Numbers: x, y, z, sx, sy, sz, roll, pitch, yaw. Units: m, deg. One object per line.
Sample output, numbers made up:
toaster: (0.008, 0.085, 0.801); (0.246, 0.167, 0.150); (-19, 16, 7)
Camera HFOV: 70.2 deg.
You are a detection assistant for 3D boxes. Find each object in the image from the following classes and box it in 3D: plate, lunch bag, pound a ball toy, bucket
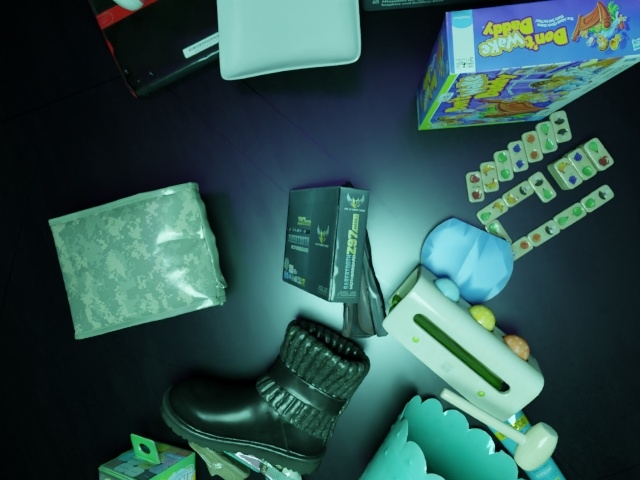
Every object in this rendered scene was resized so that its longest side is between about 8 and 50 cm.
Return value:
plate: (-0.060, -0.445, 0.828); (0.277, 0.045, 0.278); (0, 96, 20)
lunch bag: (-0.326, 0.035, 0.871); (0.286, 0.169, 0.235); (-13, 90, 10)
pound a ball toy: (0.267, 0.196, 0.783); (0.319, 0.208, 0.136); (39, 109, 3)
bucket: (0.207, 0.433, 0.782); (0.281, 0.281, 0.183); (33, 103, 4)

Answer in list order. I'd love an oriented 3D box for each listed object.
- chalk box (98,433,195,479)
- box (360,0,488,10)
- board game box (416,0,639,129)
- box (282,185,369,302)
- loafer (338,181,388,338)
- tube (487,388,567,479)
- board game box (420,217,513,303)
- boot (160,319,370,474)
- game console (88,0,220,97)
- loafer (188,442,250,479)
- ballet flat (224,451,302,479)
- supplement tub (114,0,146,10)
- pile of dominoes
chalk box: (-0.334, 0.481, 0.886); (0.132, 0.132, 0.213); (1, 92, 30)
box: (0.202, -0.548, 0.685); (0.293, 0.395, 0.212); (-2, 92, 5)
board game box: (0.286, -0.254, 0.710); (0.233, 0.347, 0.078); (-3, 92, 6)
box: (0.000, 0.000, 0.808); (0.059, 0.232, 0.184); (5, 93, -25)
loafer: (0.054, 0.044, 0.866); (0.095, 0.109, 0.303); (-13, 93, 10)
tube: (0.392, 0.395, 0.872); (0.080, 0.052, 0.207); (-35, 82, -1)
board game box: (0.278, 0.039, 0.878); (0.168, 0.033, 0.133); (25, 99, 10)
boot: (-0.105, 0.264, 0.858); (0.347, 0.131, 0.260); (18, 106, -5)
game console: (-0.278, -0.518, 0.912); (0.386, 0.060, 0.342); (-24, 95, 7)
loafer: (-0.214, 0.446, 0.927); (0.148, 0.056, 0.050); (37, 89, 4)
ballet flat: (-0.099, 0.443, 0.913); (0.221, 0.077, 0.079); (37, 75, 4)
supplement tub: (-0.309, -0.563, 0.783); (0.272, 0.191, 0.191); (-42, 87, 7)
pile of dominoes: (0.410, -0.104, 0.856); (0.251, 0.040, 0.196); (-34, 88, 5)
